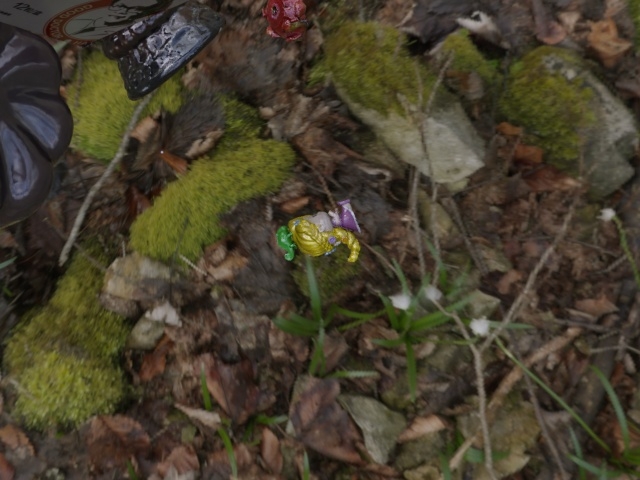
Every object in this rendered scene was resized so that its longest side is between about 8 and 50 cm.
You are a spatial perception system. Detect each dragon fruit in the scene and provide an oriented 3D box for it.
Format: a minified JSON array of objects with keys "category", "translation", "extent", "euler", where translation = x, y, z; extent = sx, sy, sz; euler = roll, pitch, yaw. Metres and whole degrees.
[{"category":"dragon fruit","translation":[-0.074,-0.437,1.612],"extent":[0.068,0.126,0.112],"euler":[-15,123,-18]}]

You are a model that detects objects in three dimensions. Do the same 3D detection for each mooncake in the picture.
[{"category":"mooncake","translation":[-0.445,-0.156,1.020],"extent":[0.306,0.154,0.306],"euler":[19,65,-47]}]

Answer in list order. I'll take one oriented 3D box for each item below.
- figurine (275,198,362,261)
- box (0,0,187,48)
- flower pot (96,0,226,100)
[{"category":"figurine","translation":[0.000,0.000,1.548],"extent":[0.156,0.095,0.115],"euler":[-19,84,2]},{"category":"box","translation":[-0.273,-0.288,0.836],"extent":[0.214,0.353,0.069],"euler":[-16,87,21]},{"category":"flower pot","translation":[-0.293,-0.364,1.218],"extent":[0.266,0.266,0.267],"euler":[-41,111,-4]}]
